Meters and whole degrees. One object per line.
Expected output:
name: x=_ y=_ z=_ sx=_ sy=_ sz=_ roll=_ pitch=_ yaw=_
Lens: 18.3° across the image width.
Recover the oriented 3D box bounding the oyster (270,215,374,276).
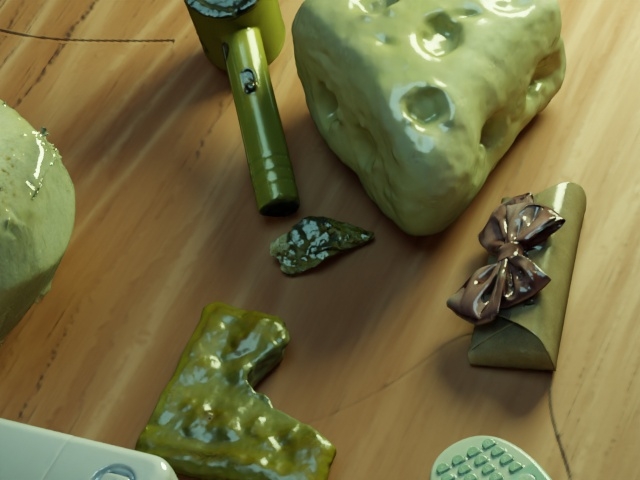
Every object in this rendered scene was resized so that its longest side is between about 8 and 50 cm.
oyster: x=-0.001 y=-0.002 z=1.828 sx=0.093 sy=0.034 sz=0.051 roll=-26 pitch=57 yaw=-16

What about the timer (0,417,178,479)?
timer: x=-0.200 y=0.276 z=1.507 sx=0.194 sy=0.195 sz=0.192 roll=10 pitch=52 yaw=29

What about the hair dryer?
hair dryer: x=-0.066 y=-0.144 z=1.922 sx=0.090 sy=0.135 sz=0.278 roll=-13 pitch=65 yaw=0

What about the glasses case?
glasses case: x=0.168 y=0.019 z=1.747 sx=0.102 sy=0.070 sz=0.193 roll=3 pitch=50 yaw=17

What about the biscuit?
biscuit: x=-0.057 y=0.137 z=1.714 sx=0.174 sy=0.039 sz=0.183 roll=7 pitch=52 yaw=19

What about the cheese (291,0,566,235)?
cheese: x=0.071 y=-0.137 z=1.840 sx=0.248 sy=0.173 sz=0.251 roll=15 pitch=60 yaw=22

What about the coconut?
coconut: x=-0.350 y=-0.010 z=1.784 sx=0.245 sy=0.247 sz=0.245 roll=12 pitch=53 yaw=-16

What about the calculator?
calculator: x=0.147 y=0.217 z=1.612 sx=0.095 sy=0.021 sz=0.153 roll=-27 pitch=49 yaw=-11
